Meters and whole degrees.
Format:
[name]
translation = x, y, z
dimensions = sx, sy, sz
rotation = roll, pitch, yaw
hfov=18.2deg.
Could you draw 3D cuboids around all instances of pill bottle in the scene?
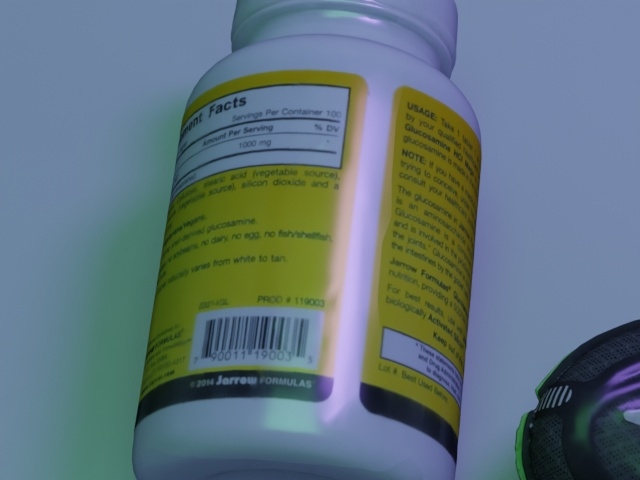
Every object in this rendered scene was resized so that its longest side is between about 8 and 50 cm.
[pill bottle]
translation = 0.000, 0.000, 1.203
dimensions = 0.188, 0.188, 0.334
rotation = 4, 65, 6

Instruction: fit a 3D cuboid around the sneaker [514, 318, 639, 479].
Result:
[sneaker]
translation = 0.346, 0.145, 1.092
dimensions = 0.483, 0.202, 0.185
rotation = 14, 79, 11
